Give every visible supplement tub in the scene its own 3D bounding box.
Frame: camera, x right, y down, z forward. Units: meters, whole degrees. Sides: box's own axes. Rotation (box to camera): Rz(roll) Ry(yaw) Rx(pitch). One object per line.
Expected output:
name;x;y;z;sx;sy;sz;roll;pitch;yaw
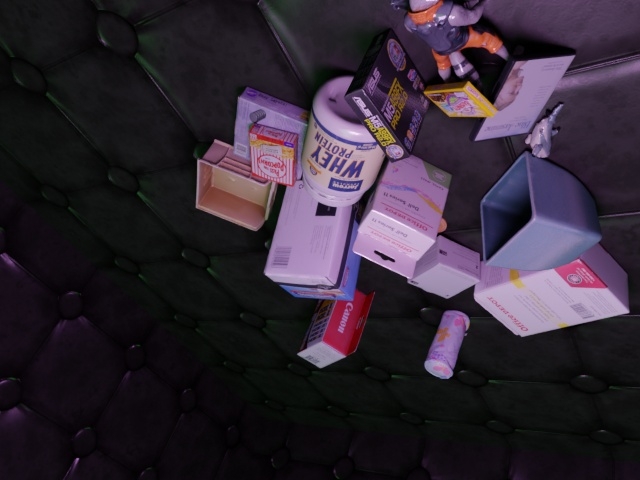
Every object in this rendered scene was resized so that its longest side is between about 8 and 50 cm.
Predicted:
supplement tub;0.070;-0.272;1.525;0.236;0.235;0.324;21;143;3

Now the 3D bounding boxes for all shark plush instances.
shark plush;0.594;-0.291;1.409;0.067;0.073;0.161;3;122;-5

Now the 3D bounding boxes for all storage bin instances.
storage bin;-0.295;-0.189;1.912;0.261;0.123;0.262;22;143;1

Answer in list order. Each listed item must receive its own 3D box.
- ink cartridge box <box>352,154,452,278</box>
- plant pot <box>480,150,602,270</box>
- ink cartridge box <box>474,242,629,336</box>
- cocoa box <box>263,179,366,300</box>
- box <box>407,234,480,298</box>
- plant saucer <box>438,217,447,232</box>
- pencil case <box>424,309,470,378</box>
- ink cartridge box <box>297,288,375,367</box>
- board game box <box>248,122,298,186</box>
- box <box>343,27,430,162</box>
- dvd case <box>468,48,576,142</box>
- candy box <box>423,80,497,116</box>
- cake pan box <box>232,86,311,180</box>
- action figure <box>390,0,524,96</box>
ink cartridge box;0.242;-0.086;1.567;0.207;0.353;0.119;25;143;-4
plant pot;0.630;-0.055;1.512;0.253;0.247;0.247;16;144;-9
ink cartridge box;0.744;0.146;1.757;0.279;0.160;0.385;39;140;-21
cocoa box;0.000;0.000;1.774;0.232;0.346;0.228;1;156;26
box;0.428;0.096;1.869;0.181;0.119;0.182;23;145;-20
plant saucer;0.385;-0.054;1.818;0.084;0.013;0.083;15;143;12
pencil case;0.503;0.406;2.120;0.114;0.273;0.124;-3;131;40
ink cartridge box;0.067;0.337;2.222;0.130;0.309;0.272;34;141;-15
board game box;-0.146;-0.266;1.693;0.147;0.045;0.193;16;144;9
box;0.177;-0.360;1.332;0.060;0.270;0.216;-14;130;39
dvd case;0.485;-0.346;1.309;0.181;0.022;0.253;-12;148;-19
candy box;0.340;-0.344;1.320;0.105;0.027;0.206;34;-178;-20
cake pan box;-0.149;-0.329;1.709;0.246;0.070;0.266;23;143;3
action figure;0.323;-0.472;1.183;0.342;0.178;0.330;0;158;47
